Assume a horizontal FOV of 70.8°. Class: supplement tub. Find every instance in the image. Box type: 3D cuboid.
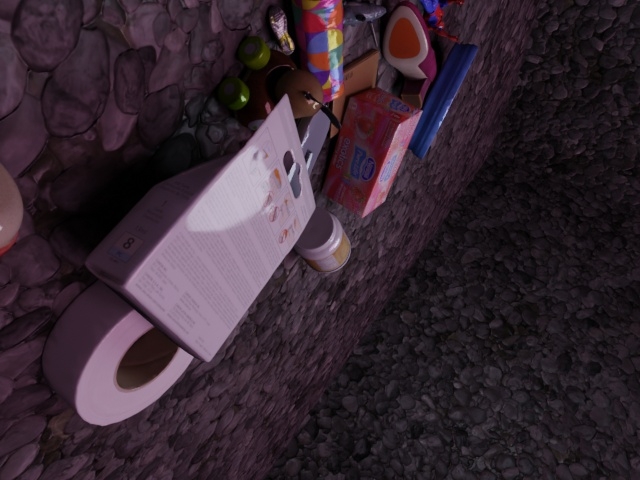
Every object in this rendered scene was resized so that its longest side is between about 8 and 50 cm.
[{"bbox_3d":[0.000,0.000,1.266,0.144,0.144,0.200,-56,157,-9],"label":"supplement tub"}]

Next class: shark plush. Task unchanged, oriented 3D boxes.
[{"bbox_3d":[0.073,-0.479,0.943,0.161,0.067,0.073,-33,145,-48],"label":"shark plush"}]

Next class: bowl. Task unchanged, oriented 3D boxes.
[{"bbox_3d":[0.398,-0.468,1.513,0.391,0.077,0.391,-63,174,-12],"label":"bowl"}]

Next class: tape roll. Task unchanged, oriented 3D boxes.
[{"bbox_3d":[-0.341,0.185,0.826,0.286,0.100,0.286,-45,153,-31],"label":"tape roll"}]

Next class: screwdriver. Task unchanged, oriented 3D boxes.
[{"bbox_3d":[0.123,-0.516,1.077,0.170,0.024,0.025,18,72,-74],"label":"screwdriver"}]

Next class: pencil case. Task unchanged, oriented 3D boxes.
[{"bbox_3d":[-0.001,-0.384,0.865,0.104,0.104,0.236,-48,155,-27],"label":"pencil case"}]

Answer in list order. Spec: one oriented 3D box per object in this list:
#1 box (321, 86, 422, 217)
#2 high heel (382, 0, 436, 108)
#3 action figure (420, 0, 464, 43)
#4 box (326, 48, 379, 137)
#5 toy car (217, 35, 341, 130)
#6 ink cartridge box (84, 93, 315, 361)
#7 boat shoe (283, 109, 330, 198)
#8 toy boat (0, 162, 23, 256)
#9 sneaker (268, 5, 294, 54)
[{"bbox_3d":[0.133,-0.234,1.218,0.142,0.154,0.300,-38,156,-45],"label":"box"},{"bbox_3d":[0.256,-0.543,1.237,0.377,0.127,0.182,58,47,-67],"label":"high heel"},{"bbox_3d":[0.331,-0.638,1.223,0.092,0.139,0.280,-63,160,9],"label":"action figure"},{"bbox_3d":[0.081,-0.374,1.148,0.201,0.021,0.165,-44,153,-35],"label":"box"},{"bbox_3d":[-0.053,-0.246,0.799,0.149,0.188,0.155,-62,157,3],"label":"toy car"},{"bbox_3d":[-0.158,-0.019,0.764,0.385,0.091,0.308,-57,155,-24],"label":"ink cartridge box"},{"bbox_3d":[-0.091,-0.153,0.945,0.113,0.104,0.307,16,98,-64],"label":"boat shoe"},{"bbox_3d":[-0.415,-0.018,0.416,0.151,0.151,0.231,-37,169,29],"label":"toy boat"},{"bbox_3d":[-0.076,-0.375,0.807,0.031,0.035,0.083,-31,127,-15],"label":"sneaker"}]
